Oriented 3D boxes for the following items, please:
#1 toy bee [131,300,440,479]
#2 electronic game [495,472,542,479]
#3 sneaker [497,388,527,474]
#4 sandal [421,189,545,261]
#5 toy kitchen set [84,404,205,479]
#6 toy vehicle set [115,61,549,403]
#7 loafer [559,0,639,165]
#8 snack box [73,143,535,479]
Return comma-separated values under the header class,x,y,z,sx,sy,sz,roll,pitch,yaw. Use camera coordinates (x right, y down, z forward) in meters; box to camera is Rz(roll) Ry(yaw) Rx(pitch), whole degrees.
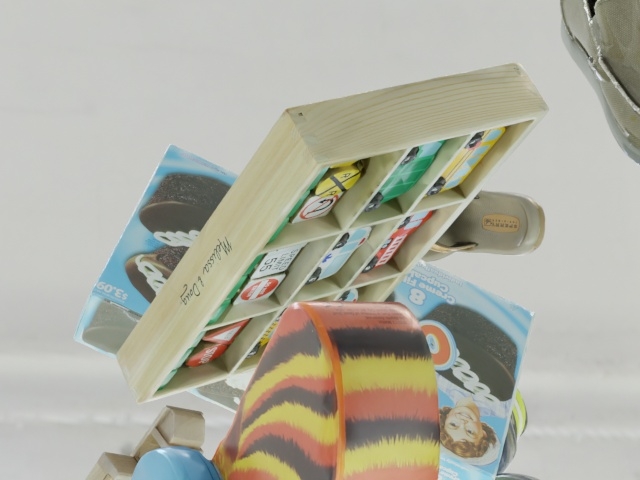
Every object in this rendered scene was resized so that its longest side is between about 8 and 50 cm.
class,x,y,z,sx,sy,sz,roll,pitch,yaw
toy bee,-0.014,0.167,0.796,0.195,0.298,0.162,-12,-122,-14
electronic game,0.143,0.301,1.412,0.048,0.229,0.229,14,-139,-30
sneaker,0.100,0.115,1.715,0.300,0.111,0.121,45,-165,-15
sandal,0.115,-0.015,1.557,0.180,0.072,0.049,2,-174,43
toy kitchen set,-0.071,0.140,0.956,0.083,0.068,0.075,18,-159,-48
toy vehicle set,0.000,0.000,1.022,0.166,0.267,0.035,-15,-114,-35
loafer,0.209,-0.124,1.119,0.094,0.087,0.251,-24,-145,-5
snack box,-0.005,0.064,1.340,0.322,0.060,0.187,25,-138,-3
